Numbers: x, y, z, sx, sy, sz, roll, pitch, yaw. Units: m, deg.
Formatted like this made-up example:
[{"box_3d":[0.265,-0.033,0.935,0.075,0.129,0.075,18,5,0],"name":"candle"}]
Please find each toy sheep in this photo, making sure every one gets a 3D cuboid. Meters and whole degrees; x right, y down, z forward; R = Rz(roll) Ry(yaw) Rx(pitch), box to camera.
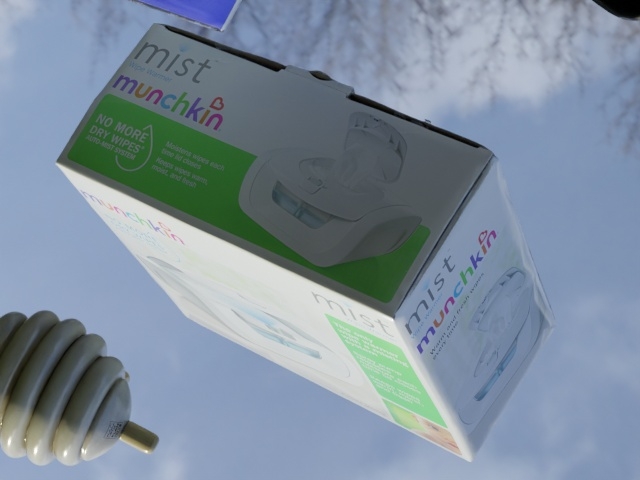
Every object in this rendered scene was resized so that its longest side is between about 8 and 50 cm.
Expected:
[{"box_3d":[-0.147,0.082,0.828,0.132,0.091,0.091,21,-114,6],"name":"toy sheep"}]

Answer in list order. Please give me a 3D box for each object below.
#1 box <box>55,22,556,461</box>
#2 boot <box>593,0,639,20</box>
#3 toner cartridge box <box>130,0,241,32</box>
[{"box_3d":[0.000,0.000,0.990,0.262,0.231,0.127,25,-107,27],"name":"box"},{"box_3d":[0.235,-0.179,0.950,0.246,0.083,0.161,36,-123,15],"name":"boot"},{"box_3d":[-0.013,-0.291,0.754,0.348,0.075,0.165,-56,-154,37],"name":"toner cartridge box"}]
